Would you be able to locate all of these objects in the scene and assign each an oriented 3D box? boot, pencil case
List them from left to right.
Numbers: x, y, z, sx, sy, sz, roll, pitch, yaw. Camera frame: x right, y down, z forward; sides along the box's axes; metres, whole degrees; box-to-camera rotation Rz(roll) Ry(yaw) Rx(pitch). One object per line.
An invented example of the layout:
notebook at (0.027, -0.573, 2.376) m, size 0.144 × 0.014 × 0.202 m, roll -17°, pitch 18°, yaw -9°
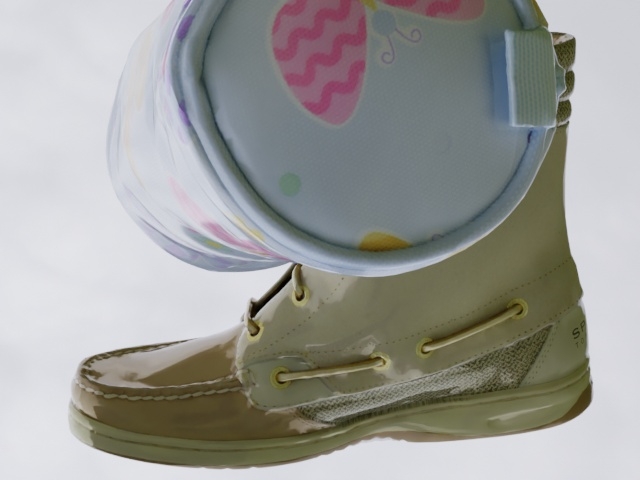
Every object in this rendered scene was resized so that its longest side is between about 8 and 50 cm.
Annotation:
pencil case at (-0.009, -0.043, 0.597) m, size 0.124 × 0.273 × 0.114 m, roll 12°, pitch -93°, yaw -10°
boot at (0.000, 0.000, 0.792) m, size 0.261 × 0.203 × 0.095 m, roll -5°, pitch -160°, yaw -1°
